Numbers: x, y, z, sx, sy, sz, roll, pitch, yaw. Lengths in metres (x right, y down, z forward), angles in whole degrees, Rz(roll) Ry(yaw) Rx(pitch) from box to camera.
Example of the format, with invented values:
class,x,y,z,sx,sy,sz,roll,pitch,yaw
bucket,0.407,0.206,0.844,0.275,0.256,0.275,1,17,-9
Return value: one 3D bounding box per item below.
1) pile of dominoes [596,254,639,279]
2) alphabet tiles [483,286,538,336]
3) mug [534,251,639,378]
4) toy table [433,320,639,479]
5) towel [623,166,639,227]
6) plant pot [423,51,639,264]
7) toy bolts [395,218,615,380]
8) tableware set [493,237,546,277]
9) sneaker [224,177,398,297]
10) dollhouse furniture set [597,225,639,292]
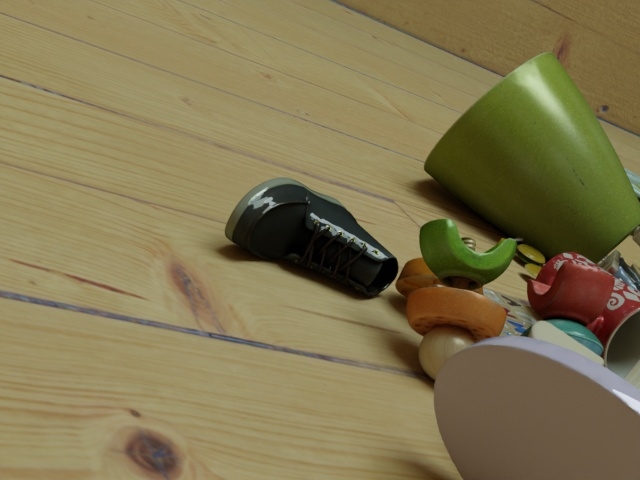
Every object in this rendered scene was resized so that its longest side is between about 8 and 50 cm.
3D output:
class,x,y,z,sx,sy,sz,roll,pitch,yaw
pile of dominoes,0.497,0.035,2.010,0.251,0.040,0.196,28,18,-7
alphabet tiles,0.253,0.120,1.444,0.198,0.009,0.237,18,21,-31
mug,0.352,0.081,1.523,0.150,0.113,0.169,46,0,-38
toy table,0.243,0.168,0.968,0.161,0.252,0.274,-20,58,-46
towel,0.587,-0.152,2.591,0.374,0.090,0.320,35,19,17
plant pot,0.361,-0.096,1.861,0.293,0.275,0.275,50,22,12
toy bolts,0.183,0.103,1.264,0.228,0.159,0.218,16,-21,-10
tableware set,0.322,0.047,1.739,0.154,0.024,0.104,40,24,28
sneaker,0.000,0.000,1.258,0.118,0.083,0.222,39,19,27
dollhouse furniture set,0.480,0.048,1.666,0.129,0.184,0.129,45,19,4
